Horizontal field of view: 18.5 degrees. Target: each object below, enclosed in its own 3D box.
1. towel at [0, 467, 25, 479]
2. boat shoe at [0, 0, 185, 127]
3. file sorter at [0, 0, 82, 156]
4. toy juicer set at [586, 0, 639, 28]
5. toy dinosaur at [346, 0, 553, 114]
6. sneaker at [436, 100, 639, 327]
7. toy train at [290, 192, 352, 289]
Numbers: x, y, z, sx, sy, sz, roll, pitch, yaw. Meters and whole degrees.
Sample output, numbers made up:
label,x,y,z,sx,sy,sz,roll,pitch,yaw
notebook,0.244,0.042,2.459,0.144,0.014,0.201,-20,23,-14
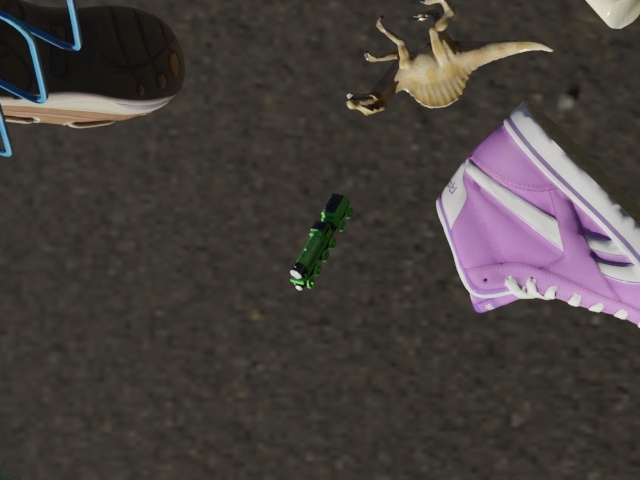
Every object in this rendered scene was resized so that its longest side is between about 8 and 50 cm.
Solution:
label,x,y,z,sx,sy,sz,roll,pitch,yaw
towel,-0.190,0.293,1.014,0.320,0.374,0.090,23,140,12
boat shoe,-0.288,-0.156,1.753,0.116,0.324,0.123,147,129,-61
file sorter,-0.203,-0.119,1.119,0.104,0.118,0.170,28,71,8
toy juicer set,0.270,-0.237,1.288,0.329,0.089,0.209,-28,60,28
toy dinosaur,0.106,-0.164,1.721,0.183,0.053,0.092,-19,78,7
sneaker,0.220,0.033,1.687,0.282,0.102,0.161,46,103,10
toy train,0.000,0.000,1.474,0.017,0.023,0.083,13,59,30
